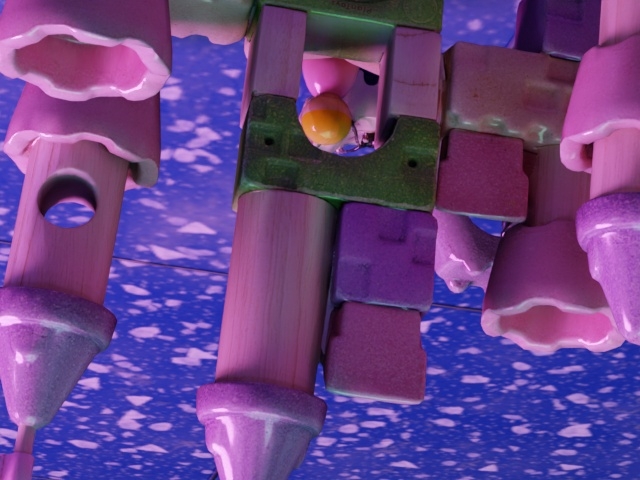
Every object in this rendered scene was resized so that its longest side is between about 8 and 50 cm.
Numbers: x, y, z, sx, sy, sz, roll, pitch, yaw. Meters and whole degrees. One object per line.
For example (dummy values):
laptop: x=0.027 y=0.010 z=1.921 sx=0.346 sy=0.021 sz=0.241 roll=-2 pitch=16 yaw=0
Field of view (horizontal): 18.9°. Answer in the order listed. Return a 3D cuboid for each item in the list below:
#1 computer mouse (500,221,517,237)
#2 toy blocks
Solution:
computer mouse: x=0.253 y=0.022 z=1.106 sx=0.272 sy=0.072 sz=0.188 roll=18 pitch=151 yaw=-30
toy blocks: x=0.000 y=0.000 z=0.824 sx=0.289 sy=0.260 sz=0.309 roll=8 pitch=162 yaw=-8
